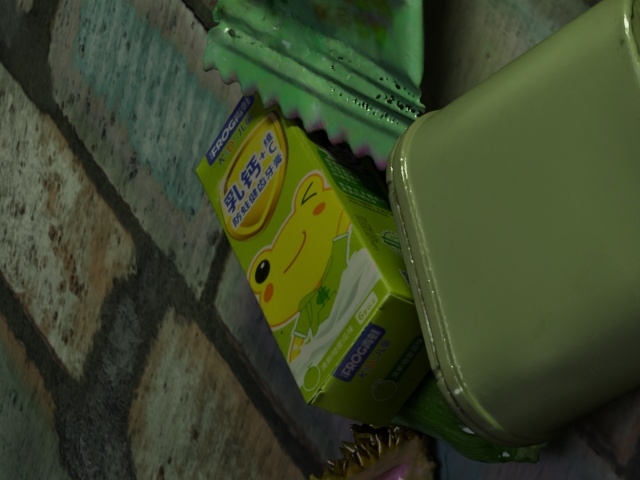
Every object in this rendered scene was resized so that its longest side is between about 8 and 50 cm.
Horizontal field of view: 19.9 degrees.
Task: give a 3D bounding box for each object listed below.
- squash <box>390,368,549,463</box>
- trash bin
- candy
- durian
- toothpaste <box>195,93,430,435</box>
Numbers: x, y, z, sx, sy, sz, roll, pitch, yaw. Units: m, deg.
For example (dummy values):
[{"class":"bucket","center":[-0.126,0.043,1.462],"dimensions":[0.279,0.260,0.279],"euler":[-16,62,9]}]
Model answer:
[{"class":"squash","center":[0.090,0.113,1.339],"dimensions":[0.219,0.068,0.077],"euler":[19,99,56]},{"class":"trash bin","center":[0.169,-0.014,1.171],"dimensions":[0.247,0.121,0.243],"euler":[-34,62,50]},{"class":"candy","center":[0.019,-0.267,1.332],"dimensions":[0.263,0.172,0.398],"euler":[36,118,50]},{"class":"durian","center":[0.035,0.242,1.416],"dimensions":[0.132,0.165,0.182],"euler":[-7,112,18]},{"class":"toothpaste","center":[0.000,0.000,1.395],"dimensions":[0.110,0.077,0.327],"euler":[-56,35,21]}]
